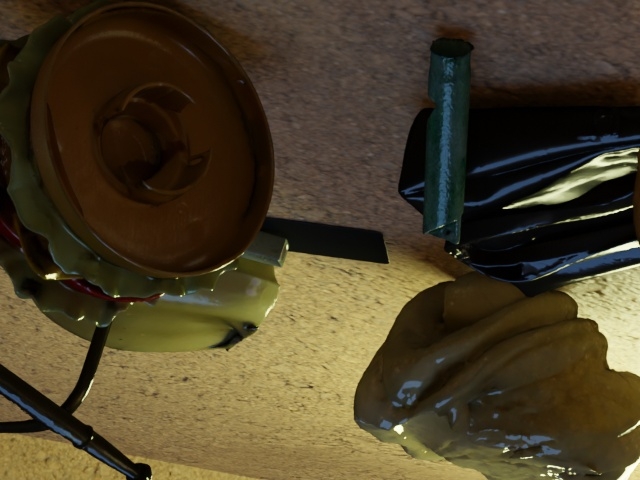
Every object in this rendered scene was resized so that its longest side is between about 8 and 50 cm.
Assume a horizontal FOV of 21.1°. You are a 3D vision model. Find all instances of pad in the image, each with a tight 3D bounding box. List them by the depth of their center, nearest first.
[{"bbox_3d":[0.000,0.000,1.997,0.157,0.003,0.112,7,161,10],"label":"pad"}]

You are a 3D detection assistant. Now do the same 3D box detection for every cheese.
[{"bbox_3d":[-0.225,0.052,2.104,0.316,0.128,0.259,8,155,-13],"label":"cheese"}]

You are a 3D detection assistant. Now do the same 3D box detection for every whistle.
[{"bbox_3d":[0.108,-0.082,1.468,0.039,0.039,0.186,7,123,11],"label":"whistle"}]

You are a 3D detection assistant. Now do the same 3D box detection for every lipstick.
[{"bbox_3d":[-0.103,-0.002,2.004,0.129,0.030,0.030,15,163,11],"label":"lipstick"}]

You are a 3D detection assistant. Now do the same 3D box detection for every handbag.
[{"bbox_3d":[0.238,-0.040,1.589,0.257,0.113,0.285,-10,153,31],"label":"handbag"}]

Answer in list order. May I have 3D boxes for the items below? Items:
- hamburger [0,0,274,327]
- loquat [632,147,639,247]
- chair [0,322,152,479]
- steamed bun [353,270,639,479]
[{"bbox_3d":[-0.193,-0.065,1.502,0.274,0.274,0.212,23,155,-34],"label":"hamburger"},{"bbox_3d":[0.377,-0.038,1.172,0.328,0.328,0.328,10,162,3],"label":"loquat"},{"bbox_3d":[-0.385,0.006,1.722,0.364,0.362,0.410,-6,150,42],"label":"chair"},{"bbox_3d":[0.219,0.167,2.010,0.372,0.230,0.325,17,162,-13],"label":"steamed bun"}]
